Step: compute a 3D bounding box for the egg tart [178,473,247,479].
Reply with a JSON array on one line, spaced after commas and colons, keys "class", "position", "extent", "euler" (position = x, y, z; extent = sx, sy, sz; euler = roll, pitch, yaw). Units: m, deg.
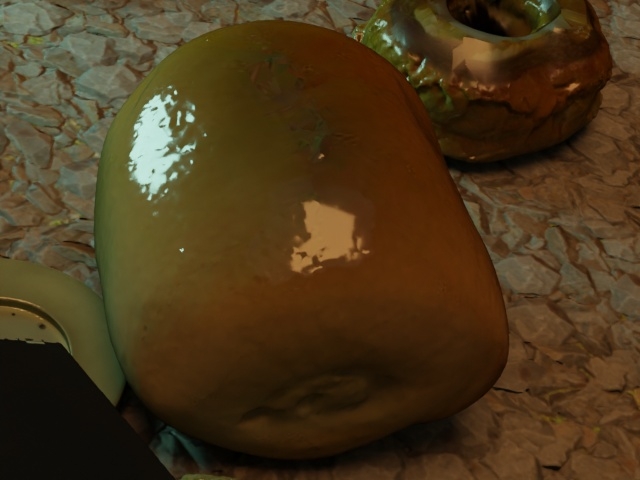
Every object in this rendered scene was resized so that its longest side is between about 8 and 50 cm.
[{"class": "egg tart", "position": [-0.085, 0.268, 0.892], "extent": [0.197, 0.078, 0.197], "euler": [7, 43, -6]}]

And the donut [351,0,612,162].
[{"class": "donut", "position": [0.203, -0.235, 1.459], "extent": [0.330, 0.160, 0.330], "euler": [10, 48, -11]}]

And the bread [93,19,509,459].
[{"class": "bread", "position": [-0.028, -0.019, 1.084], "extent": [0.348, 0.253, 0.376], "euler": [-6, 44, -7]}]

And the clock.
[{"class": "clock", "position": [-0.285, 0.108, 1.056], "extent": [0.235, 0.029, 0.235], "euler": [7, 44, -7]}]

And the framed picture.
[{"class": "framed picture", "position": [-0.225, 0.153, 0.859], "extent": [0.255, 0.014, 0.339], "euler": [8, 21, -43]}]
